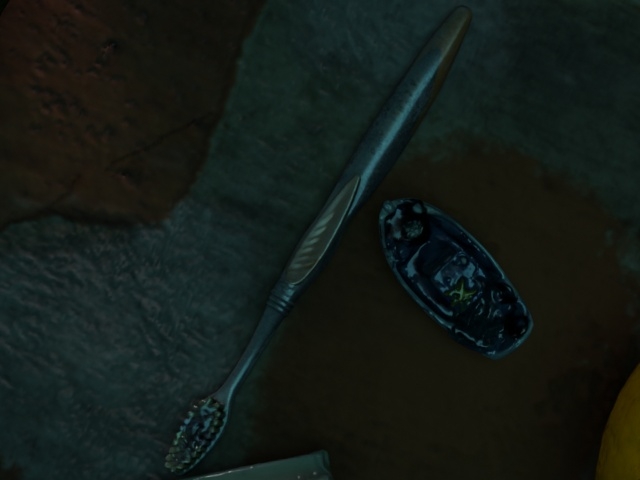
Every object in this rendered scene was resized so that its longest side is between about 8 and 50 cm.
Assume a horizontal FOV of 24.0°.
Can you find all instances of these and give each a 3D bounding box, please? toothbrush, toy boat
[{"bbox_3d":[0.000,0.000,1.024,0.028,0.037,0.375,32,88,13],"label":"toothbrush"},{"bbox_3d":[0.088,0.023,1.019,0.060,0.061,0.137,-41,96,-2],"label":"toy boat"}]

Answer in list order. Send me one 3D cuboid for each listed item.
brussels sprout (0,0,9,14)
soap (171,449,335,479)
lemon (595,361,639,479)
[{"bbox_3d":[-0.278,-0.235,0.880,0.294,0.227,0.259,1,101,31],"label":"brussels sprout"},{"bbox_3d":[-0.079,0.216,1.007,0.198,0.063,0.115,-9,106,-5],"label":"soap"},{"bbox_3d":[0.305,0.164,0.947,0.293,0.293,0.293,0,94,-6],"label":"lemon"}]
